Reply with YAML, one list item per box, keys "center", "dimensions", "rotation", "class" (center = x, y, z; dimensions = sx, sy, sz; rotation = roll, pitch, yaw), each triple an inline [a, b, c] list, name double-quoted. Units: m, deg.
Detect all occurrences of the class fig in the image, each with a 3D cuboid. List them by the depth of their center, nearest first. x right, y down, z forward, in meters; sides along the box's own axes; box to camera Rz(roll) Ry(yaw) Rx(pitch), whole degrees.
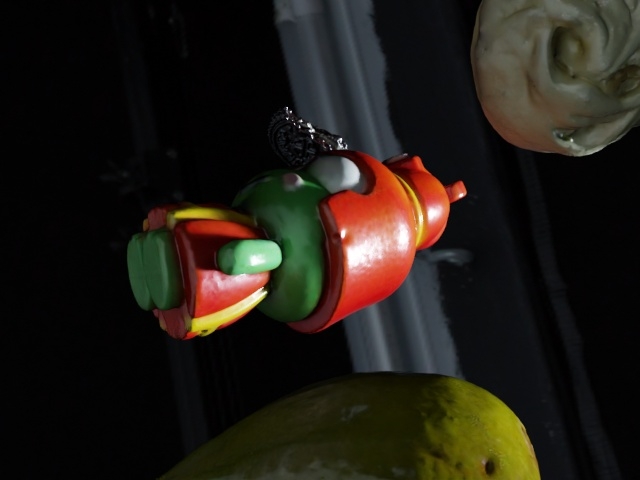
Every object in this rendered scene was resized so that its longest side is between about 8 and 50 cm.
- center: [0.002, 0.125, 0.378]
  dimensions: [0.126, 0.184, 0.133]
  rotation: [-135, -142, -53]
  class: "fig"

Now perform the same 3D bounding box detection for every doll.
- center: [-0.001, -0.001, 0.953]
  dimensions: [0.182, 0.363, 0.160]
  rotation: [-21, -90, 61]
  class: "doll"

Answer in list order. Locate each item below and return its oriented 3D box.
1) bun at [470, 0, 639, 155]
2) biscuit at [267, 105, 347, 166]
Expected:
- center: [0.242, -0.168, 0.860]
  dimensions: [0.231, 0.231, 0.133]
  rotation: [-51, -143, 18]
  class: "bun"
- center: [-0.015, -0.104, 1.049]
  dimensions: [0.087, 0.089, 0.027]
  rotation: [5, -133, 28]
  class: "biscuit"
